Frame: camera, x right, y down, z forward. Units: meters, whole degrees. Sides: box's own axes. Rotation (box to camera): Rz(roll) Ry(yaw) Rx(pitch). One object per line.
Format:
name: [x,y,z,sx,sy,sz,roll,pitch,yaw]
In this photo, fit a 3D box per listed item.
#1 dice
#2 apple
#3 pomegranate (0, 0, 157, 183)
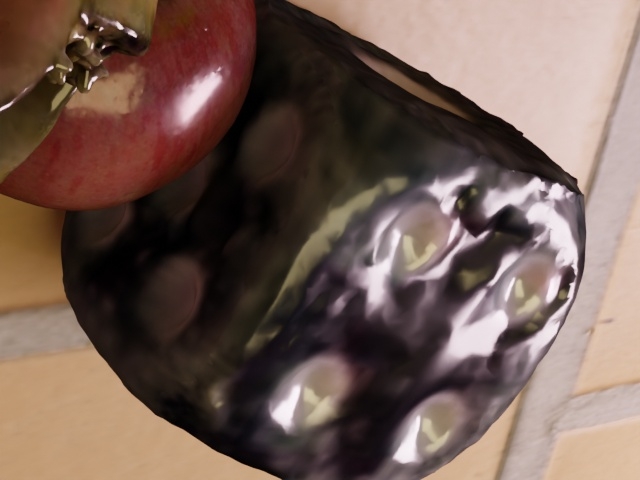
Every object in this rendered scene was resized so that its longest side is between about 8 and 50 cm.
dice: [0.000,0.000,0.647,0.182,0.181,0.183,23,107,-40]
apple: [-0.102,-0.084,0.544,0.153,0.153,0.120,-13,156,-27]
pomegranate: [-0.028,-0.170,0.388,0.291,0.323,0.291,-3,164,-1]
